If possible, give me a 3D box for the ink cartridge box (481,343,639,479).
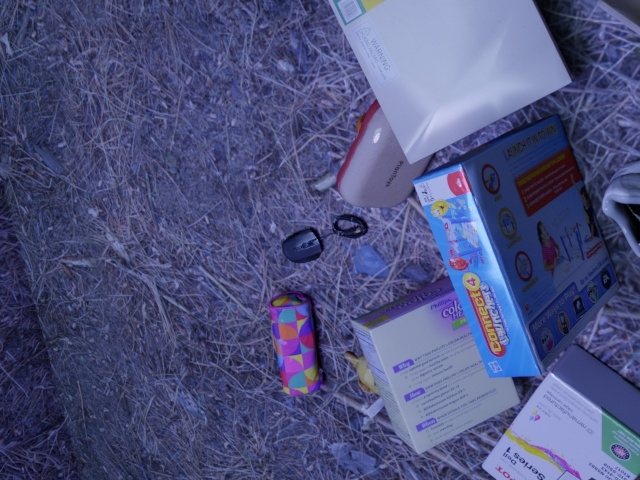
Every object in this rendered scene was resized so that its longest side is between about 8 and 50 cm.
[{"bbox_3d":[0.437,0.352,1.234,0.201,0.117,0.278,38,130,22],"label":"ink cartridge box"}]

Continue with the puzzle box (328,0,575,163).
[{"bbox_3d":[0.168,-0.356,1.079,0.272,0.052,0.408,-25,91,28],"label":"puzzle box"}]

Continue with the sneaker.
[{"bbox_3d":[0.513,0.019,1.016,0.292,0.118,0.110,48,131,11],"label":"sneaker"}]

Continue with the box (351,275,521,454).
[{"bbox_3d":[0.205,0.217,1.286,0.242,0.214,0.117,68,168,-8],"label":"box"}]

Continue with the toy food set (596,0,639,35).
[{"bbox_3d":[0.485,-0.365,0.832,0.219,0.093,0.306,54,138,34],"label":"toy food set"}]

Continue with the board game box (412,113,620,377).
[{"bbox_3d":[0.302,-0.003,1.054,0.086,0.308,0.301,-16,98,46],"label":"board game box"}]

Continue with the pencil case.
[{"bbox_3d":[-0.054,0.235,1.622,0.105,0.104,0.236,8,116,38],"label":"pencil case"}]

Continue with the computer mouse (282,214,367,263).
[{"bbox_3d":[0.000,0.000,1.501,0.242,0.041,0.071,-22,93,44],"label":"computer mouse"}]

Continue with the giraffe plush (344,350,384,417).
[{"bbox_3d":[0.144,0.263,1.431,0.181,0.210,0.170,69,163,-12],"label":"giraffe plush"}]

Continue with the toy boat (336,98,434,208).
[{"bbox_3d":[0.110,-0.176,1.278,0.231,0.151,0.151,-63,37,39],"label":"toy boat"}]
